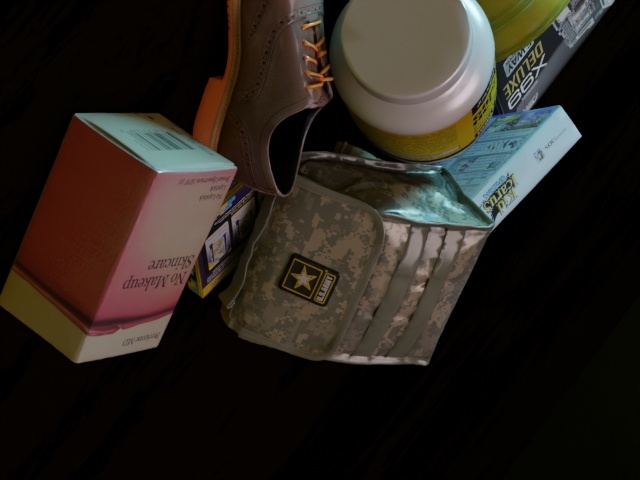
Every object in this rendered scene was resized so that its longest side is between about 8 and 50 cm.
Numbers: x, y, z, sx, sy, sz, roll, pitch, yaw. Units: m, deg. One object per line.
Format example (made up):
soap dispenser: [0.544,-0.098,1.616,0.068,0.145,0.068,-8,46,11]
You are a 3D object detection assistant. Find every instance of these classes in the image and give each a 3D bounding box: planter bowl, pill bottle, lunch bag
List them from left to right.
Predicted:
lunch bag: [0.034,0.024,1.936,0.287,0.169,0.235,5,122,-32]
pill bottle: [0.111,-0.203,1.820,0.188,0.188,0.334,-55,171,0]
planter bowl: [0.223,-0.333,2.012,0.090,0.217,0.217,43,81,-29]

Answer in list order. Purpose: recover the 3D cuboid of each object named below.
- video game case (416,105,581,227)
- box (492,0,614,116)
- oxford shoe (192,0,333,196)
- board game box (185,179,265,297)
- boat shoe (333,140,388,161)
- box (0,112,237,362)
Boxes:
video game case: [0.199,-0.078,2.173,0.244,0.061,0.269,-46,-161,-20]
box: [0.318,-0.330,2.253,0.307,0.076,0.242,-52,155,-9]
oxford shoe: [-0.028,-0.217,1.707,0.130,0.133,0.363,-25,141,-47]
board game box: [-0.107,-0.033,1.893,0.170,0.048,0.141,-43,155,-26]
boat shoe: [0.000,0.000,2.101,0.285,0.089,0.104,-61,180,17]
box: [-0.213,-0.006,1.641,0.148,0.127,0.232,-8,128,-58]
